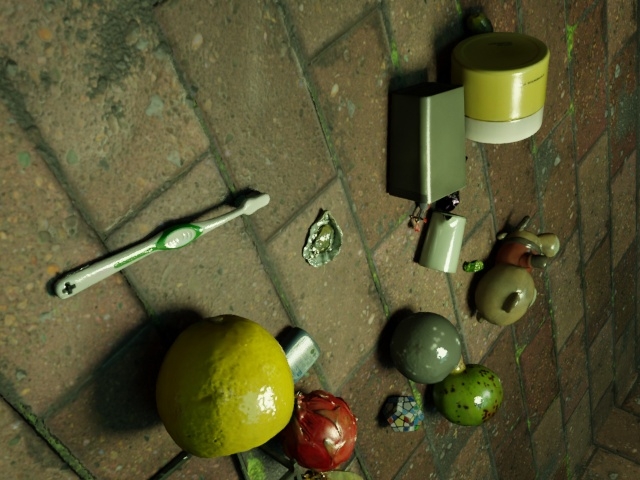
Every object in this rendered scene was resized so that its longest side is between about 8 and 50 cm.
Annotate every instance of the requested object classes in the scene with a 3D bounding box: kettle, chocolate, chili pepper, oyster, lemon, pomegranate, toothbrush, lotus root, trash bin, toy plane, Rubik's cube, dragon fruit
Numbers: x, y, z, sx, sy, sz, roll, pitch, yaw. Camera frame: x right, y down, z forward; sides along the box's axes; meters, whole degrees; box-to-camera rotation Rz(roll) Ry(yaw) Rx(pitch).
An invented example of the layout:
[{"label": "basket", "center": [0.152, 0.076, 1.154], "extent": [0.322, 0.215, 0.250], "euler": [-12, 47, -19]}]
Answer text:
[{"label": "kettle", "center": [0.321, 0.002, 1.745], "extent": [0.127, 0.098, 0.147], "euler": [7, 97, -44]}, {"label": "chocolate", "center": [0.337, -0.144, 1.721], "extent": [0.070, 0.072, 0.147], "euler": [-2, 107, -2]}, {"label": "chili pepper", "center": [0.438, 0.075, 1.963], "extent": [0.091, 0.034, 0.030], "euler": [0, 73, -47]}, {"label": "oyster", "center": [0.000, -0.001, 1.438], "extent": [0.100, 0.037, 0.098], "euler": [-37, 114, -6]}, {"label": "lemon", "center": [-0.170, 0.240, 1.192], "extent": [0.240, 0.240, 0.219], "euler": [-20, 99, -43]}, {"label": "pomegranate", "center": [0.413, 0.419, 1.970], "extent": [0.202, 0.202, 0.247], "euler": [-21, 92, -42]}, {"label": "toothbrush", "center": [-0.248, -0.002, 1.144], "extent": [0.418, 0.040, 0.042], "euler": [-30, 128, -37]}, {"label": "lotus root", "center": [0.386, -0.508, 1.635], "extent": [0.099, 0.054, 0.049], "euler": [26, 73, -50]}, {"label": "trash bin", "center": [0.241, -0.224, 1.544], "extent": [0.164, 0.122, 0.240], "euler": [-26, 122, -39]}, {"label": "toy plane", "center": [0.257, -0.090, 1.680], "extent": [0.060, 0.037, 0.145], "euler": [32, 77, -60]}, {"label": "Rubik's cube", "center": [0.222, 0.464, 1.825], "extent": [0.111, 0.111, 0.093], "euler": [-34, 154, -35]}, {"label": "dragon fruit", "center": [-0.007, 0.418, 1.497], "extent": [0.209, 0.172, 0.172], "euler": [36, 78, -39]}]

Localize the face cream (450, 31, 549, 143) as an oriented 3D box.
[{"label": "face cream", "center": [0.412, -0.359, 1.585], "extent": [0.218, 0.218, 0.179], "euler": [-38, 138, -32]}]

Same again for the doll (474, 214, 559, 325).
[{"label": "doll", "center": [0.567, 0.096, 2.002], "extent": [0.174, 0.235, 0.329], "euler": [32, 67, -6]}]

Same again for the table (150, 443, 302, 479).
[{"label": "table", "center": [-0.205, 0.559, 1.286], "extent": [0.335, 0.222, 0.272], "euler": [-38, 132, -33]}]

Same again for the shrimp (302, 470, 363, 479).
[{"label": "shrimp", "center": [0.023, 0.633, 1.703], "extent": [0.145, 0.061, 0.267], "euler": [-53, 140, -5]}]

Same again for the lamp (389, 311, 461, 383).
[{"label": "lamp", "center": [0.282, 0.295, 1.787], "extent": [0.181, 0.182, 0.314], "euler": [-60, 158, -12]}]

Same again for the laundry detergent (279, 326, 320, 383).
[{"label": "laundry detergent", "center": [-0.088, 0.281, 1.425], "extent": [0.206, 0.061, 0.096], "euler": [-48, 138, -24]}]
